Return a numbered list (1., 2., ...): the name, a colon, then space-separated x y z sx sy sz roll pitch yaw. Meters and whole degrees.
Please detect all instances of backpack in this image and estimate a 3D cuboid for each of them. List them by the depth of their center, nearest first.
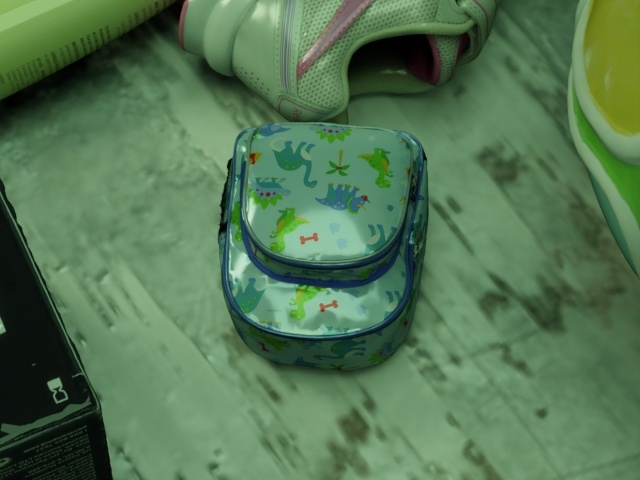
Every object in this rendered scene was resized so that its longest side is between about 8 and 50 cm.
1. backpack: 0.000 0.000 0.917 0.105 0.084 0.114 3 67 3

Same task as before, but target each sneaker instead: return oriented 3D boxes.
1. sneaker: 0.055 -0.138 0.982 0.252 0.103 0.111 -36 75 -10

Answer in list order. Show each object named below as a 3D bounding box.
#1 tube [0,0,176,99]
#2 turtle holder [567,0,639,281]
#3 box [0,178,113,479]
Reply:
1. tube: -0.125 -0.125 0.980 0.240 0.062 0.070 -25 49 -9
2. turtle holder: 0.210 -0.055 0.839 0.320 0.243 0.227 1 38 -42
3. box: -0.164 0.055 0.845 0.093 0.158 0.156 -23 67 -12
